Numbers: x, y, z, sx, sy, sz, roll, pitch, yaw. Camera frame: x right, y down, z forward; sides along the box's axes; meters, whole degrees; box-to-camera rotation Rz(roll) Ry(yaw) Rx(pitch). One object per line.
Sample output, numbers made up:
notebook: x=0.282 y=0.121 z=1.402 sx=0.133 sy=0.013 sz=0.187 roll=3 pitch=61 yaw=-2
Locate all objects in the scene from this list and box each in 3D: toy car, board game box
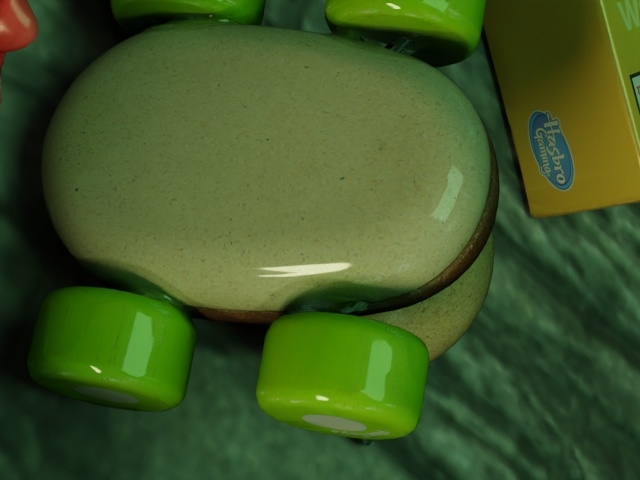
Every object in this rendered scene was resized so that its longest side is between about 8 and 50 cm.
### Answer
toy car: x=0.000 y=0.000 z=0.689 sx=0.188 sy=0.149 sz=0.155 roll=50 pitch=48 yaw=-66
board game box: x=0.146 y=-0.193 z=0.890 sx=0.242 sy=0.064 sz=0.317 roll=-23 pitch=100 yaw=-46

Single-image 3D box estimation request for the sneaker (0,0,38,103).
sneaker: x=-0.123 y=-0.054 z=0.516 sx=0.107 sy=0.118 sz=0.279 roll=25 pitch=44 yaw=-43
